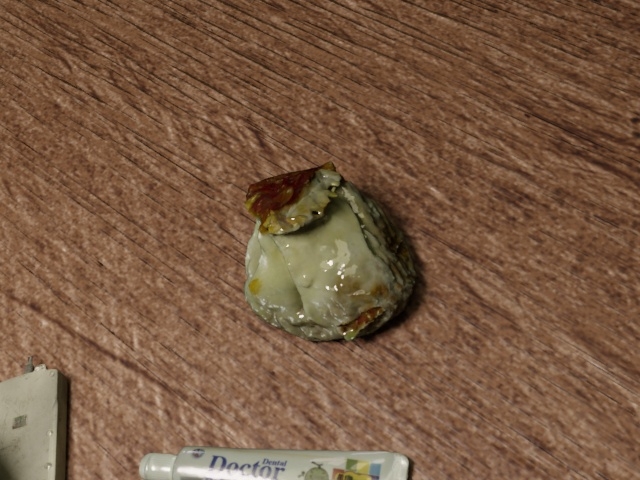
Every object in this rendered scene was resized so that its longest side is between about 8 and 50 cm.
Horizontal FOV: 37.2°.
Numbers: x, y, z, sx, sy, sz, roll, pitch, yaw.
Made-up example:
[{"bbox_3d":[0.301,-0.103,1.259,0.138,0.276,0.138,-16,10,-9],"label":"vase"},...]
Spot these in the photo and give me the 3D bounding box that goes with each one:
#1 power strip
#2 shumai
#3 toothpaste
[{"bbox_3d":[-0.296,0.218,0.954,0.080,0.029,0.226,-15,54,8],"label":"power strip"},{"bbox_3d":[0.005,0.002,0.946,0.184,0.142,0.184,-10,53,13],"label":"shumai"},{"bbox_3d":[-0.047,0.218,0.879,0.255,0.037,0.067,2,58,13],"label":"toothpaste"}]
